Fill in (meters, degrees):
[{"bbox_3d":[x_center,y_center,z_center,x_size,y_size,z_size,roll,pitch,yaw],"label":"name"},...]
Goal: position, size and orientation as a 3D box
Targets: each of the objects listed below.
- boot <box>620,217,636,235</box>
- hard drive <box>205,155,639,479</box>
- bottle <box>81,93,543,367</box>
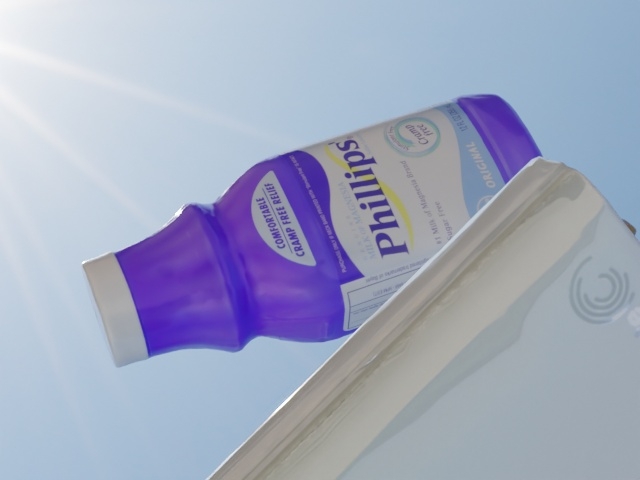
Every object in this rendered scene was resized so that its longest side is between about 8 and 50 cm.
[{"bbox_3d":[0.134,0.033,1.209,0.095,0.262,0.203,-119,-131,-84],"label":"boot"},{"bbox_3d":[0.031,0.150,0.452,0.307,0.203,0.040,-44,-160,-6],"label":"hard drive"},{"bbox_3d":[0.000,0.000,0.799,0.283,0.092,0.118,-18,-118,-12],"label":"bottle"}]
